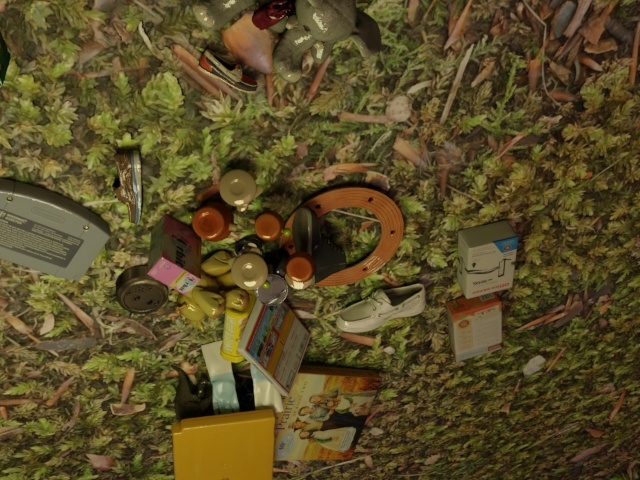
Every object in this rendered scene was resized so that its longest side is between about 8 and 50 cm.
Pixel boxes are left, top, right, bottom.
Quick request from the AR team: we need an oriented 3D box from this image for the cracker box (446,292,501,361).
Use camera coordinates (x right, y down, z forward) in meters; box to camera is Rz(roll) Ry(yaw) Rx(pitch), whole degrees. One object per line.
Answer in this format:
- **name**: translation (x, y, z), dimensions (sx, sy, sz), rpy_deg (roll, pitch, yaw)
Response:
- **cracker box**: translation (0.481, 0.267, 2.203), dimensions (0.155, 0.067, 0.232), rpy_deg (-16, 132, -3)

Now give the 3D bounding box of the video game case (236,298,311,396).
- **video game case**: translation (-0.120, 0.276, 1.932), dimensions (0.025, 0.204, 0.285), rpy_deg (3, 146, 29)

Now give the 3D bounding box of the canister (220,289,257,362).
- **canister**: translation (-0.219, 0.226, 1.907), dimensions (0.073, 0.126, 0.170), rpy_deg (16, 126, 7)

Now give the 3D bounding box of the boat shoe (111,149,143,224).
- **boat shoe**: translation (-0.434, -0.120, 1.588), dimensions (0.066, 0.066, 0.183), rpy_deg (0, 120, -11)

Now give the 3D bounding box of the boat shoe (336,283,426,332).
- **boat shoe**: translation (0.173, 0.180, 2.016), dimensions (0.276, 0.098, 0.096), rpy_deg (-16, 133, -16)

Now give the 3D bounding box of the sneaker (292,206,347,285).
- **sneaker**: translation (0.000, 0.000, 1.786), dimensions (0.118, 0.083, 0.222), rpy_deg (-21, 128, -25)

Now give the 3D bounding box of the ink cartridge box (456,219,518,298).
- **ink cartridge box**: translation (0.471, 0.055, 2.004), dimensions (0.148, 0.086, 0.203), rpy_deg (-14, 132, -6)

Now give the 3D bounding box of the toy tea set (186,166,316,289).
- **toy tea set**: translation (-0.157, -0.003, 1.677), dimensions (0.200, 0.124, 0.336), rpy_deg (-38, 91, 4)

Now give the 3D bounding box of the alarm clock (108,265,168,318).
- **alarm clock**: translation (-0.442, 0.116, 1.787), dimensions (0.129, 0.064, 0.192), rpy_deg (24, 116, -32)

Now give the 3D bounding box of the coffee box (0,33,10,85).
- **coffee box**: translation (-0.616, -0.382, 1.267), dimensions (0.040, 0.113, 0.184), rpy_deg (-11, 133, -5)

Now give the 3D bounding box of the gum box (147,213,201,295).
- **gum box**: translation (-0.341, 0.028, 1.660), dimensions (0.107, 0.188, 0.062), rpy_deg (34, 114, -28)

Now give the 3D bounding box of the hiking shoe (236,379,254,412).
- **hiking shoe**: translation (-0.235, 0.488, 2.154), dimensions (0.303, 0.113, 0.132), rpy_deg (-23, 126, -11)

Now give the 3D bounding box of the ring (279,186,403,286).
- **ring**: translation (0.055, -0.009, 1.855), dimensions (0.336, 0.032, 0.337), rpy_deg (-10, 132, -11)

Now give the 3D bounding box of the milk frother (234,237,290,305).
- **milk frother**: translation (-0.151, 0.074, 1.771), dimensions (0.143, 0.135, 0.129), rpy_deg (12, 106, -11)

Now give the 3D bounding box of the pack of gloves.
- **pack of gloves**: translation (-0.222, 0.386, 1.980), dimensions (0.194, 0.232, 0.046), rpy_deg (-13, 172, -1)

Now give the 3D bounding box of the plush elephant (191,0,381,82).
- **plush elephant**: translation (-0.031, -0.421, 1.318), dimensions (0.330, 0.255, 0.271), rpy_deg (-41, 129, 18)

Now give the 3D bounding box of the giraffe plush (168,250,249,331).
- **giraffe plush**: translation (-0.301, 0.145, 1.799), dimensions (0.210, 0.182, 0.170), rpy_deg (1, 146, -22)

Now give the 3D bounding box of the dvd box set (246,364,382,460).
- **dvd box set**: translation (-0.032, 0.532, 2.171), dimensions (0.420, 0.062, 0.308), rpy_deg (12, 103, -35)

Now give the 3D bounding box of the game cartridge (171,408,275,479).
- **game cartridge**: translation (-0.274, 0.616, 2.003), dimensions (0.285, 0.053, 0.324), rpy_deg (-3, 122, -13)

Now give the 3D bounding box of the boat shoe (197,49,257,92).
- **boat shoe**: translation (-0.188, -0.352, 1.473), dimensions (0.137, 0.049, 0.043), rpy_deg (22, 118, -26)

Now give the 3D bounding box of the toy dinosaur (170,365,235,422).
- **toy dinosaur**: translation (-0.343, 0.500, 2.032), dimensions (0.160, 0.121, 0.314), rpy_deg (-42, 106, -9)

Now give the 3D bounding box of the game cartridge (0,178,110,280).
- **game cartridge**: translation (-0.646, -0.025, 1.605), dimensions (0.297, 0.062, 0.198), rpy_deg (25, 114, -33)
